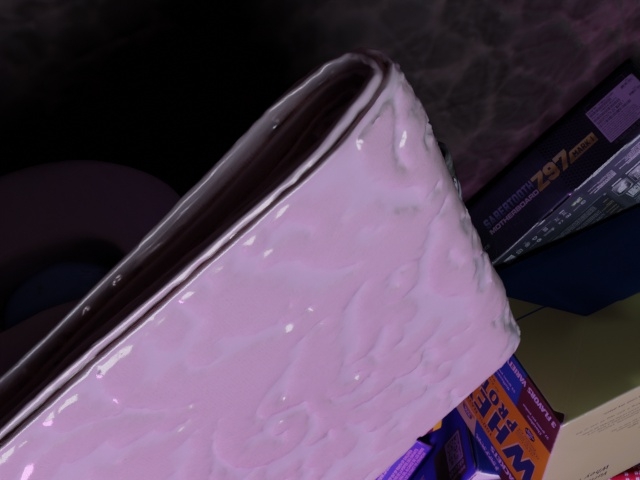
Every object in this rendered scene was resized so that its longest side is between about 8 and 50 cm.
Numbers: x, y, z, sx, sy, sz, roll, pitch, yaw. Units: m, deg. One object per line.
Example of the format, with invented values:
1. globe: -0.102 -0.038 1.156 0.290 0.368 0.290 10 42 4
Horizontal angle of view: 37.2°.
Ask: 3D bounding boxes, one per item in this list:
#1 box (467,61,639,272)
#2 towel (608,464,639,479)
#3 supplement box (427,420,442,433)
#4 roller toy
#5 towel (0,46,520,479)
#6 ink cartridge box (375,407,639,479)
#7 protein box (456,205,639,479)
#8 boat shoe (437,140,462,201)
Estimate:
1. box: 0.221 -0.022 0.808 0.233 0.059 0.183 -44 144 20
2. towel: 0.251 0.290 0.942 0.275 0.031 0.199 -12 134 9
3. supplement box: 0.001 0.139 0.818 0.188 0.104 0.081 -21 146 -11
4. roller toy: -0.146 0.064 0.573 0.191 0.146 0.209 12 129 -45
5. towel: -0.035 0.089 0.535 0.317 0.053 0.332 -41 148 -2
6. ink cartridge box: 0.226 0.276 1.050 0.395 0.151 0.270 10 134 -15
7. protein box: 0.233 0.102 0.803 0.200 0.136 0.201 -23 146 -12
8. boat shoe: 0.000 0.000 0.668 0.219 0.078 0.070 -33 148 -8
